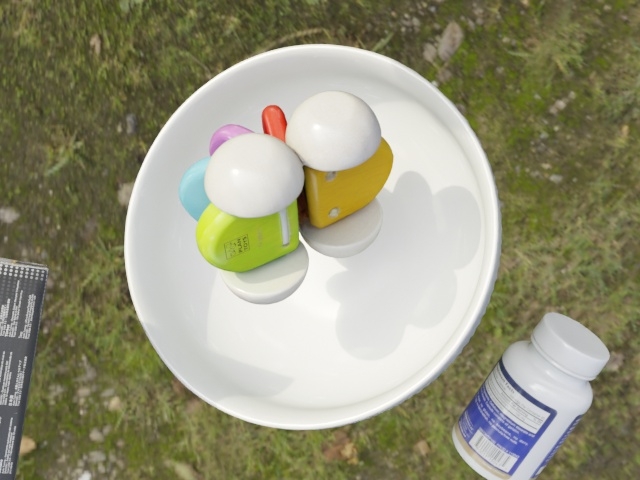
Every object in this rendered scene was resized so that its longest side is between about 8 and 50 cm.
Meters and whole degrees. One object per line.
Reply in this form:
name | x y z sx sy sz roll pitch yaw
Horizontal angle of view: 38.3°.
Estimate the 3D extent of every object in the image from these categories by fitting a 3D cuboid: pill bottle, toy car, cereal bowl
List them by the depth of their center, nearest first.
toy car | -0.036 -0.050 0.763 0.182 0.136 0.159 -32 145 -21
cereal bowl | 0.000 0.000 0.854 0.339 0.141 0.339 -1 84 15
pill bottle | 0.242 0.180 1.052 0.112 0.112 0.186 18 115 -25

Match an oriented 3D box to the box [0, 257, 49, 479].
box | -0.296 0.147 0.729 0.060 0.216 0.270 11 83 -33
